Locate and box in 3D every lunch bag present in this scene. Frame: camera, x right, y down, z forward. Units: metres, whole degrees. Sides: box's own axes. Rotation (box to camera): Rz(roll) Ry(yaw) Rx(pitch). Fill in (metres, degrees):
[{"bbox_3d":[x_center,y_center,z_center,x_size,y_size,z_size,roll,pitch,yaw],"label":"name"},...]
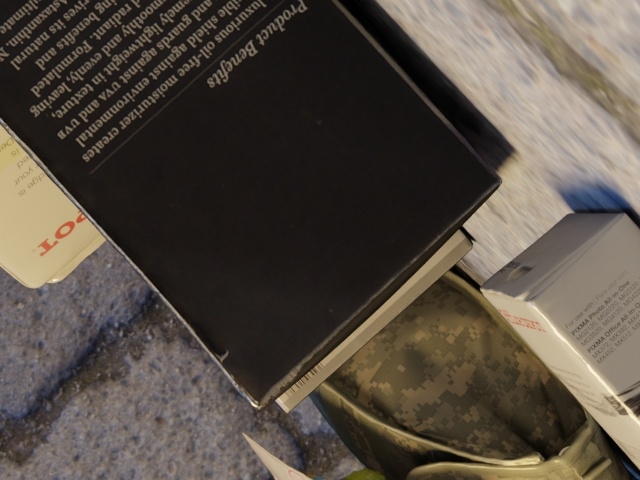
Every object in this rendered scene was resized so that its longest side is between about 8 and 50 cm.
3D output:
[{"bbox_3d":[0.139,0.170,1.354,0.287,0.169,0.235,33,163,43],"label":"lunch bag"}]

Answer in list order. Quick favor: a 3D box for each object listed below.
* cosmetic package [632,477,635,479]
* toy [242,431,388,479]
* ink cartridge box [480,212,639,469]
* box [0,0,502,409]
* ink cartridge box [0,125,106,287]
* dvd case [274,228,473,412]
[{"bbox_3d":[0.218,0.259,1.578,0.224,0.138,0.224,44,176,44],"label":"cosmetic package"},{"bbox_3d":[0.049,0.225,1.303,0.237,0.056,0.137,30,154,47],"label":"toy"},{"bbox_3d":[0.153,0.059,0.769,0.150,0.063,0.109,48,177,-4],"label":"ink cartridge box"},{"bbox_3d":[-0.064,-0.070,0.965,0.294,0.183,0.296,48,178,2],"label":"box"},{"bbox_3d":[-0.248,-0.163,1.317,0.160,0.279,0.384,46,176,30],"label":"ink cartridge box"},{"bbox_3d":[-0.037,-0.026,1.149,0.238,0.179,0.029,48,180,-9],"label":"dvd case"}]
